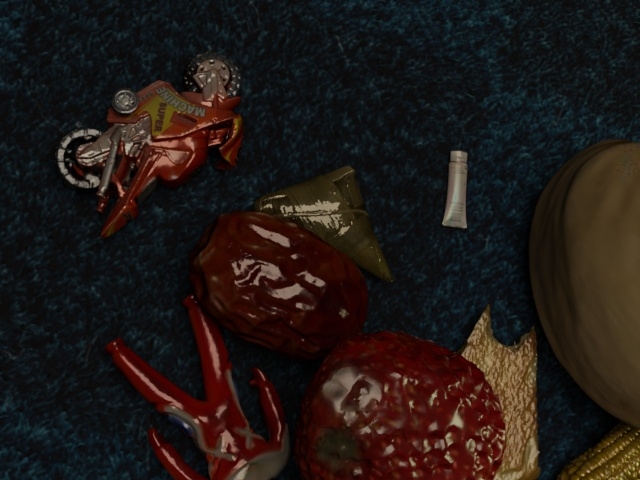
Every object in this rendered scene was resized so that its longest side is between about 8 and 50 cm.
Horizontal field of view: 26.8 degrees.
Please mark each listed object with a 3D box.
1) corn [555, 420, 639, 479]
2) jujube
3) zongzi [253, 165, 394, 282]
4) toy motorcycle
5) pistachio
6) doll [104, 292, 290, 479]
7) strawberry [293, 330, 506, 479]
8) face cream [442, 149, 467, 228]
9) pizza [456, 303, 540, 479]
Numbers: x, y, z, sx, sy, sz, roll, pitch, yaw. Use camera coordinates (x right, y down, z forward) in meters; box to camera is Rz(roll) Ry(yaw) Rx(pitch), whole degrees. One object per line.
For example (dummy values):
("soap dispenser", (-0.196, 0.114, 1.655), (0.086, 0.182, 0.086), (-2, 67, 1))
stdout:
("corn", (0.455, 0.293, 1.899), (0.292, 0.101, 0.101), (-33, 87, -19))
("jujube", (-0.053, 0.062, 1.785), (0.250, 0.174, 0.174), (33, 73, -20))
("zongzi", (0.000, 0.000, 1.866), (0.160, 0.078, 0.176), (-19, 87, -10))
("toy motorcycle", (-0.214, -0.138, 1.836), (0.298, 0.089, 0.171), (-35, 89, -16))
("pistachio", (0.476, 0.054, 1.846), (0.365, 0.281, 0.445), (-32, 71, 16))
("doll", (-0.124, 0.262, 1.779), (0.188, 0.099, 0.384), (-29, 81, -22))
("strawberry", (0.102, 0.255, 1.705), (0.292, 0.310, 0.291), (1, 79, -3))
("face cream", (0.198, -0.074, 1.951), (0.038, 0.020, 0.115), (6, 79, -12))
("pizza", (0.231, 0.221, 1.891), (0.181, 0.034, 0.262), (9, 80, -11))
